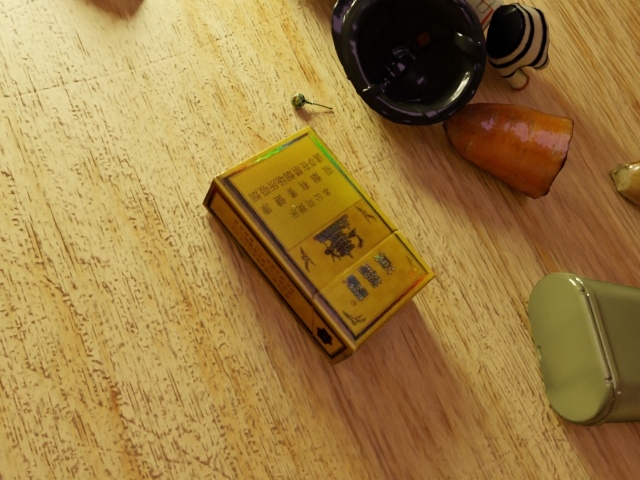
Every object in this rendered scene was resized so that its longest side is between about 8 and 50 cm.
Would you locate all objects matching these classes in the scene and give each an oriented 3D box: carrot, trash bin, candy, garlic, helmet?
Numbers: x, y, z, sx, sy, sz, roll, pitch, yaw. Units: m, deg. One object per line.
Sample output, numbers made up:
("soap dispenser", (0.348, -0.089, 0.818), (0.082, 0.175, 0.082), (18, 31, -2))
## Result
("carrot", (0.333, -0.180, 1.021), (0.224, 0.159, 0.159), (17, 59, -1))
("trash bin", (0.492, 0.182, 0.913), (0.247, 0.121, 0.244), (9, 62, -23))
("candy", (-0.014, -0.236, 0.955), (0.083, 0.023, 0.025), (9, 53, -31))
("garlic", (0.755, -0.158, 1.206), (0.244, 0.146, 0.164), (-30, 49, -35))
("helmet", (0.146, -0.332, 0.974), (0.278, 0.160, 0.231), (37, 97, -6))

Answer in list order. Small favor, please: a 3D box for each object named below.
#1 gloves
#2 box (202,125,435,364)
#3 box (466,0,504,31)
("gloves", (0.423, -0.405, 1.142), (0.218, 0.131, 0.140), (-3, 76, -43))
("box", (0.000, 0.000, 0.802), (0.192, 0.084, 0.301), (-36, 83, -33))
("box", (0.286, -0.470, 1.154), (0.133, 0.099, 0.182), (39, 56, 0))
